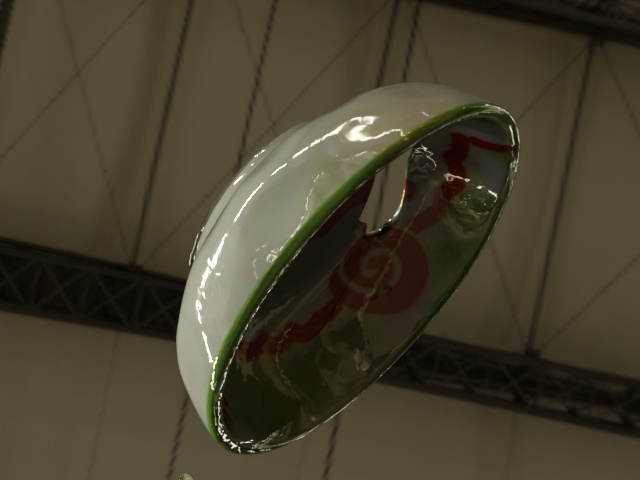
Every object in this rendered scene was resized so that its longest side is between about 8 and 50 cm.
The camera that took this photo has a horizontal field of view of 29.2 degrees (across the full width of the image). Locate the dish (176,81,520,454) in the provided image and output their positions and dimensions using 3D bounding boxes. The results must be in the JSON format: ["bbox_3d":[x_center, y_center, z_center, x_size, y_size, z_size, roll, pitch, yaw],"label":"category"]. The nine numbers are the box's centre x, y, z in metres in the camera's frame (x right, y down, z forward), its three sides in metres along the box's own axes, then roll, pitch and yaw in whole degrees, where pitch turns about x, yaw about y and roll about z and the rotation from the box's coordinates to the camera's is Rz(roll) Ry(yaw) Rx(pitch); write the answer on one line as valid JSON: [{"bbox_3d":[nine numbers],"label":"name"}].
[{"bbox_3d":[0.000,0.000,0.930,0.324,0.124,0.324,-39,-25,-22],"label":"dish"}]

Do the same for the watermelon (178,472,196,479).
[{"bbox_3d":[-0.181,0.394,1.497,0.119,0.063,0.245,20,-128,8],"label":"watermelon"}]
